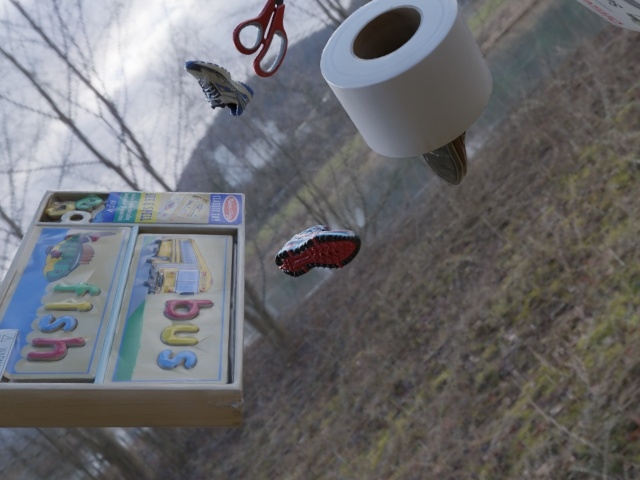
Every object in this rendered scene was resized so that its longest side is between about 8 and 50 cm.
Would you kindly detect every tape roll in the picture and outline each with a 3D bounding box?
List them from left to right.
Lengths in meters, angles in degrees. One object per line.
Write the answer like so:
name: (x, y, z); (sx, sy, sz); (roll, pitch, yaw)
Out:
tape roll: (0.144, -0.283, 1.349); (0.246, 0.169, 0.246); (-20, 44, 20)

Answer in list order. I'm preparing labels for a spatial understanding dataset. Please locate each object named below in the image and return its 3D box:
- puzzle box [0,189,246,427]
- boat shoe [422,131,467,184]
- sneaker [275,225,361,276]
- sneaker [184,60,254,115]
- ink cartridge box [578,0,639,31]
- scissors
puzzle box: (-0.220, 0.057, 0.931); (0.409, 0.272, 0.052); (-99, 12, -59)
boat shoe: (0.264, -0.235, 1.679); (0.104, 0.111, 0.307); (-50, -35, -14)
sneaker: (0.000, 0.000, 1.959); (0.262, 0.104, 0.125); (-13, 36, 42)
sneaker: (-0.163, -0.240, 1.282); (0.052, 0.135, 0.058); (12, 79, 46)
ink cartridge box: (0.375, -0.280, 0.812); (0.289, 0.211, 0.121); (39, 108, 51)
scissors: (-0.073, -0.436, 1.475); (0.021, 0.109, 0.297); (-6, 55, 53)
